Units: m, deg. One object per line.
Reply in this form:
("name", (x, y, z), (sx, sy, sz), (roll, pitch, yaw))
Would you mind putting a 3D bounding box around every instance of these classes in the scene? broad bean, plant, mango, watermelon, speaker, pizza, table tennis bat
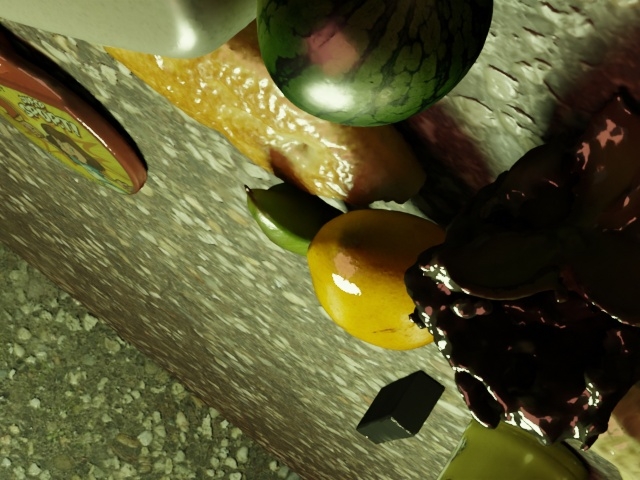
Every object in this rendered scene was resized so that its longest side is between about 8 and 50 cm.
("broad bean", (0.006, -0.006, 1.101), (0.067, 0.075, 0.325), (-15, 161, 22))
("plant", (0.163, 0.040, 0.794), (0.178, 0.204, 0.234), (46, 174, 11))
("mango", (0.058, 0.031, 0.983), (0.144, 0.113, 0.219), (1, 165, 20))
("watermelon", (0.034, -0.142, 0.642), (0.140, 0.141, 0.187), (36, 159, -3))
("speaker", (0.109, 0.244, 1.601), (0.044, 0.082, 0.218), (35, 162, -1))
("pizza", (-0.071, -0.138, 0.952), (0.365, 0.074, 0.182), (31, 160, 3))
("table tennis bat", (-0.364, -0.184, 1.416), (0.268, 0.051, 0.415), (23, 162, 33))

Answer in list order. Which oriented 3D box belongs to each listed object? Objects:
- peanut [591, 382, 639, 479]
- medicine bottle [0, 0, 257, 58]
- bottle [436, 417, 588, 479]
("peanut", (0.300, 0.171, 1.012), (0.298, 0.120, 0.136), (44, 156, -19))
("medicine bottle", (-0.200, -0.260, 0.751), (0.375, 0.123, 0.282), (19, 147, 38))
("bottle", (0.184, 0.402, 1.428), (0.171, 0.351, 0.171), (32, 163, 11))
